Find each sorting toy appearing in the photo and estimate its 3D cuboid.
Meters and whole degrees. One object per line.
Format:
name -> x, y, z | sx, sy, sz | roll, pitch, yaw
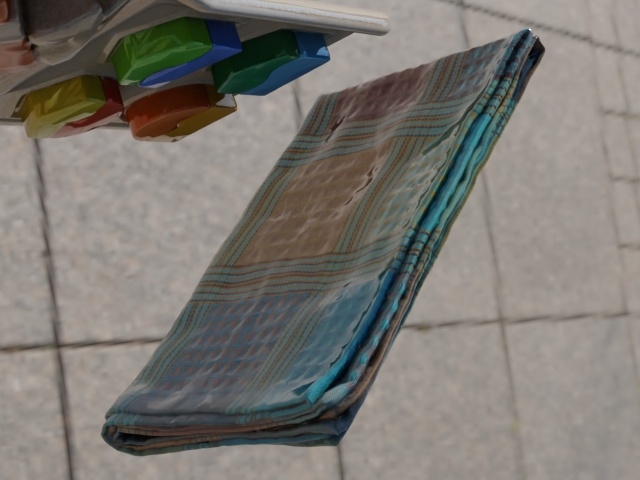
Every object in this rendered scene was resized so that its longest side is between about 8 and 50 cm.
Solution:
sorting toy -> -0.089, -0.094, 0.950 | 0.193, 0.208, 0.038 | -3, 77, -54

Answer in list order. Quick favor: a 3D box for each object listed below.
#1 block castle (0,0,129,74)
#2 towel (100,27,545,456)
block castle -> -0.226, -0.208, 0.543 | 0.213, 0.453, 0.303 | 135, -53, -84
towel -> 0.000, 0.000, 1.238 | 0.040, 0.271, 0.370 | 46, 56, -25
